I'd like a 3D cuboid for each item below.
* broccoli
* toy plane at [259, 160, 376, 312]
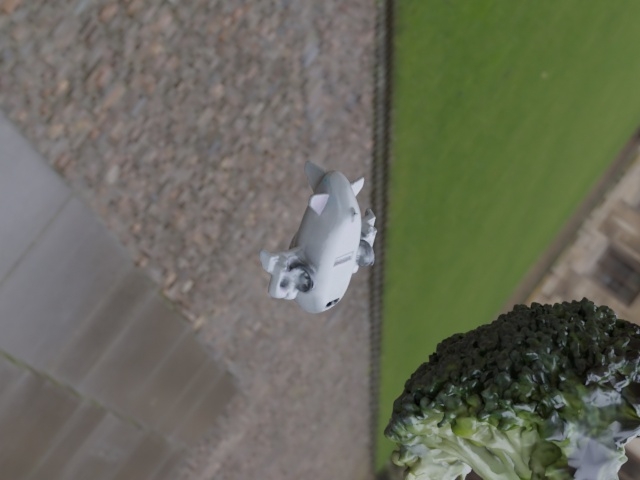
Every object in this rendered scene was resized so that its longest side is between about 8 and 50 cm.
[{"bbox_3d":[0.254,0.232,1.697,0.347,0.281,0.293,-20,-163,7],"label":"broccoli"},{"bbox_3d":[0.003,0.002,2.268,0.252,0.118,0.252,-33,138,-34],"label":"toy plane"}]
